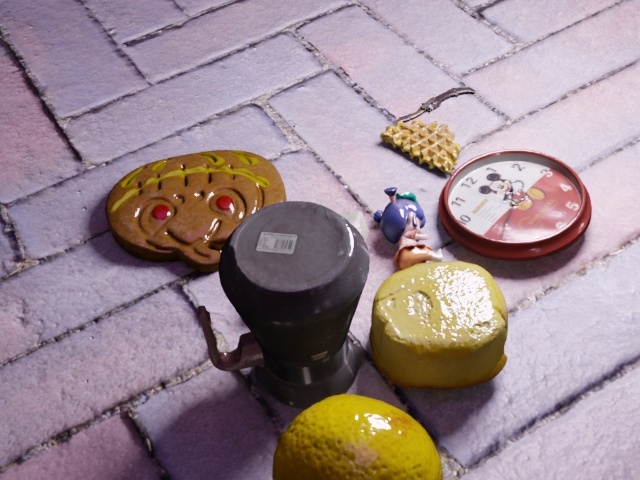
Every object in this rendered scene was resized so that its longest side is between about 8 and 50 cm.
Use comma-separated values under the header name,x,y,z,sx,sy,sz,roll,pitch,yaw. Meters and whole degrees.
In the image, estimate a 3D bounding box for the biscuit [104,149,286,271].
name,x,y,z,sx,sy,sz,roll,pitch,yaw
biscuit,-0.268,-0.074,2.001,0.395,0.070,0.350,-14,47,-8

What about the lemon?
name,x,y,z,sx,sy,sz,roll,pitch,yaw
lemon,0.058,0.366,1.443,0.268,0.267,0.267,-3,47,3

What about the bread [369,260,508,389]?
name,x,y,z,sx,sy,sz,roll,pitch,yaw
bread,0.221,0.155,1.693,0.270,0.148,0.269,-4,43,4

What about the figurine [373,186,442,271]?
name,x,y,z,sx,sy,sz,roll,pitch,yaw
figurine,0.179,-0.020,1.884,0.102,0.111,0.195,5,44,-18

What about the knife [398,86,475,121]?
name,x,y,z,sx,sy,sz,roll,pitch,yaw
knife,0.277,-0.338,2.233,0.222,0.021,0.045,-24,52,-18

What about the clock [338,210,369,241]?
name,x,y,z,sx,sy,sz,roll,pitch,yaw
clock,0.000,0.000,1.875,0.191,0.062,0.151,-16,14,14

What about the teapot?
name,x,y,z,sx,sy,sz,roll,pitch,yaw
teapot,-0.059,0.126,1.609,0.300,0.343,0.253,-10,46,-5

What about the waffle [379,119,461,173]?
name,x,y,z,sx,sy,sz,roll,pitch,yaw
waffle,0.229,-0.219,2.109,0.192,0.046,0.160,5,47,11

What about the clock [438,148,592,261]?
name,x,y,z,sx,sy,sz,roll,pitch,yaw
clock,0.410,-0.072,1.934,0.319,0.080,0.318,-6,46,6
